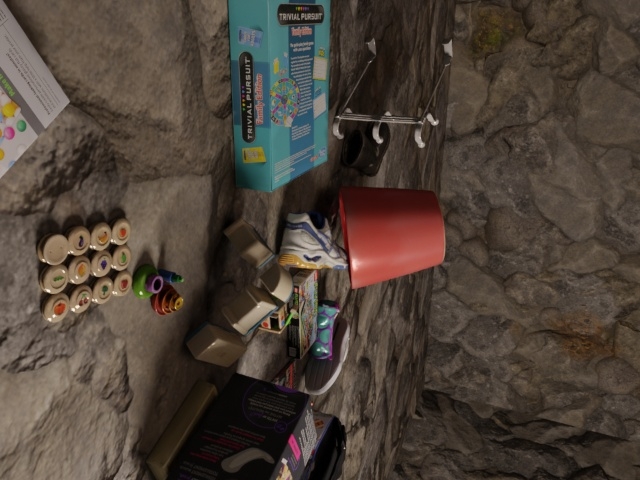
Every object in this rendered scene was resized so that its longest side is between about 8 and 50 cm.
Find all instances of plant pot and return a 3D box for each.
[{"bbox_3d":[0.183,-0.021,1.459,0.275,0.244,0.274,173,-90,-89],"label":"plant pot"}]

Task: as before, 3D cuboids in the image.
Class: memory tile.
[{"bbox_3d":[-0.291,0.033,0.707,0.148,0.012,0.113,-27,124,-64],"label":"memory tile"}]

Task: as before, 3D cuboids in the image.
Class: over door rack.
[{"bbox_3d":[0.195,-0.379,1.451,0.108,0.240,0.324,62,43,-55],"label":"over door rack"}]

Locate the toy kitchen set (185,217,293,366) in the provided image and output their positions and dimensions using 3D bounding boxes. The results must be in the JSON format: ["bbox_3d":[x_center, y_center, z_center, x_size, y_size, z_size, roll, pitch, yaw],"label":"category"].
[{"bbox_3d":[-0.158,0.094,1.011,0.207,0.166,0.122,-41,153,0],"label":"toy kitchen set"}]

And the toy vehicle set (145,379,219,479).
[{"bbox_3d":[-0.219,0.404,1.028,0.166,0.035,0.266,-59,151,-43],"label":"toy vehicle set"}]

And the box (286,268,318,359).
[{"bbox_3d":[-0.043,0.175,1.377,0.114,0.036,0.206,-44,139,-57],"label":"box"}]

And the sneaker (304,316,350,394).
[{"bbox_3d":[0.032,0.335,1.561,0.258,0.094,0.091,-59,147,-44],"label":"sneaker"}]

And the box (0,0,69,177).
[{"bbox_3d":[-0.329,-0.124,0.502,0.145,0.038,0.186,73,35,-50],"label":"box"}]

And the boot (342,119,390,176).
[{"bbox_3d":[0.128,-0.279,1.581,0.209,0.076,0.189,19,80,-62],"label":"boot"}]

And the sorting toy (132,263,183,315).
[{"bbox_3d":[-0.233,0.073,0.833,0.102,0.042,0.061,68,37,-54],"label":"sorting toy"}]

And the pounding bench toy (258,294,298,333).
[{"bbox_3d":[-0.086,0.163,1.194,0.052,0.084,0.065,-49,142,-54],"label":"pounding bench toy"}]

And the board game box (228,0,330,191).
[{"bbox_3d":[-0.067,-0.288,1.041,0.254,0.079,0.335,-40,136,-58],"label":"board game box"}]

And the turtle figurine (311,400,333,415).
[{"bbox_3d":[-0.008,0.565,1.576,0.217,0.087,0.269,-2,102,-69],"label":"turtle figurine"}]

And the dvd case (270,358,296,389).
[{"bbox_3d":[-0.090,0.354,1.372,0.119,0.013,0.087,-40,136,-61],"label":"dvd case"}]

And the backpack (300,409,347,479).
[{"bbox_3d":[-0.049,0.518,1.283,0.263,0.213,0.276,-57,156,-30],"label":"backpack"}]

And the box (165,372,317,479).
[{"bbox_3d":[-0.132,0.390,0.960,0.270,0.166,0.143,-57,149,-45],"label":"box"}]

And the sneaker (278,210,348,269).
[{"bbox_3d":[0.000,0.000,1.308,0.296,0.112,0.130,10,85,-72],"label":"sneaker"}]

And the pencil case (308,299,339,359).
[{"bbox_3d":[0.009,0.237,1.492,0.064,0.070,0.151,-5,105,-65],"label":"pencil case"}]
